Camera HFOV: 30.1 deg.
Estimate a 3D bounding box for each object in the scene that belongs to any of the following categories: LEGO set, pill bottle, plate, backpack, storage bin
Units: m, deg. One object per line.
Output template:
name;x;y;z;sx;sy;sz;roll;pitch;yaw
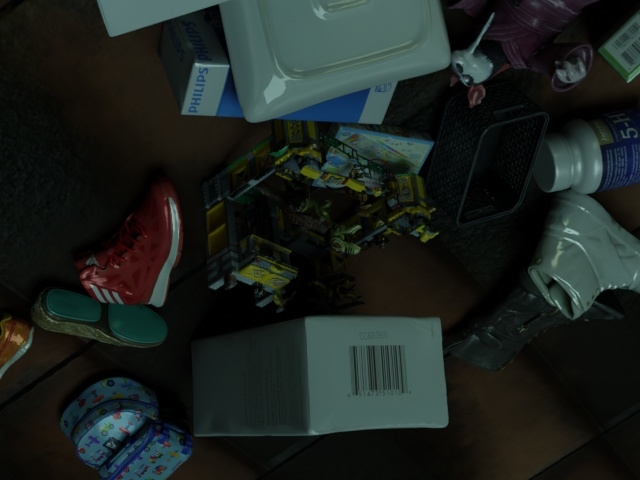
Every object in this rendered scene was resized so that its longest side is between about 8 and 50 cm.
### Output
LEGO set;0.000;0.000;1.579;0.255;0.192;0.331;-26;144;27
pill bottle;0.408;-0.128;1.738;0.186;0.112;0.112;-12;134;-14
plate;0.016;-0.297;1.343;0.277;0.045;0.278;-18;107;-19
backpack;-0.301;0.293;1.811;0.158;0.117;0.173;-41;131;14
storage bin;0.230;-0.121;1.668;0.122;0.084;0.180;-16;136;-29

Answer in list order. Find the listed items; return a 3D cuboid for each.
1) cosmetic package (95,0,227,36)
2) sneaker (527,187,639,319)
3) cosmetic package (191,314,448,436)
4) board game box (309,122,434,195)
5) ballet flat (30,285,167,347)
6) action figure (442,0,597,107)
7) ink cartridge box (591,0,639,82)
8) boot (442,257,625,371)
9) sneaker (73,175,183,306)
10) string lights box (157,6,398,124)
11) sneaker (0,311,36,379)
cosmetic package;-0.069;-0.367;1.178;0.377;0.284;0.097;-18;135;-7
sneaker;0.431;0.058;1.878;0.292;0.108;0.169;34;75;-34
cosmetic package;-0.016;0.196;1.675;0.217;0.156;0.385;2;169;-27
board game box;0.070;-0.114;1.660;0.154;0.026;0.103;7;127;-29
ballet flat;-0.316;0.111;1.681;0.206;0.073;0.067;22;146;-34
action figure;0.275;-0.325;1.493;0.370;0.248;0.275;-50;175;39
ink cartridge box;0.428;-0.277;1.604;0.109;0.209;0.062;-43;91;15
boot;0.355;0.139;1.997;0.263;0.091;0.229;17;128;-30
sneaker;-0.260;0.012;1.588;0.128;0.087;0.221;-5;131;-22
string lights box;-0.052;-0.213;1.435;0.259;0.133;0.077;0;131;-24
sneaker;-0.467;0.167;1.669;0.067;0.064;0.175;33;108;-20
